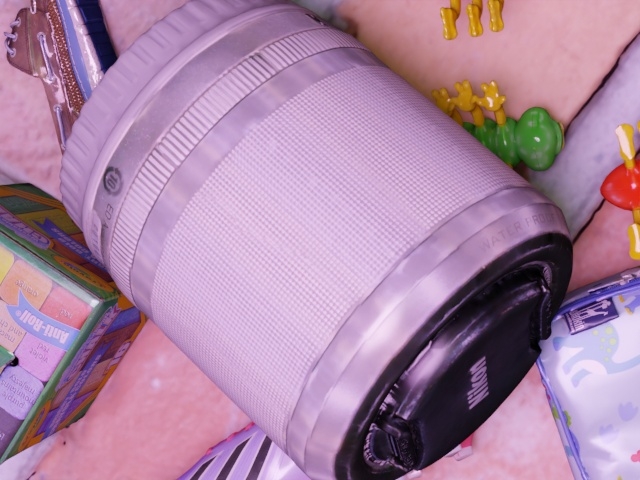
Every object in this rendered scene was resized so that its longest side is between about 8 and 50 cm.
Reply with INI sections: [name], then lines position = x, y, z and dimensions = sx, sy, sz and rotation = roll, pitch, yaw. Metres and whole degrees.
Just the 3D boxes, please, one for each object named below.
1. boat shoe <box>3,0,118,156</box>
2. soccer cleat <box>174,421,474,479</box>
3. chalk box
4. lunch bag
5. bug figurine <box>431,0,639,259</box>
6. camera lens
[boat shoe]
position = -0.183, -0.136, 1.189
dimensions = 0.066, 0.066, 0.183
rotation = -20, 90, 11
[soccer cleat]
position = -0.013, 0.139, 1.179
dimensions = 0.248, 0.083, 0.095
rotation = -21, 72, 11
[chalk box]
position = -0.209, 0.050, 1.130
dimensions = 0.132, 0.213, 0.132
rotation = 34, 98, 6
[lunch bag]
position = 0.246, 0.118, 1.124
dimensions = 0.176, 0.090, 0.219
rotation = -18, 92, 7
[bug figurine]
position = 0.171, -0.128, 1.128
dimensions = 0.216, 0.072, 0.279
rotation = -4, 98, 16
[camera lens]
position = 0.000, 0.000, 1.063
dimensions = 0.274, 0.219, 0.219
rotation = 42, 99, 23
